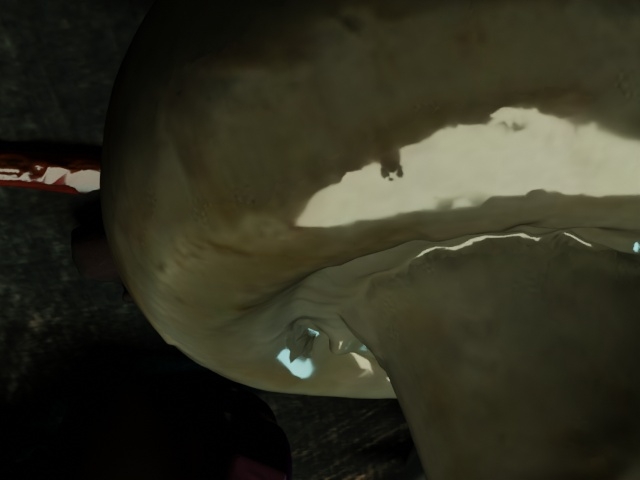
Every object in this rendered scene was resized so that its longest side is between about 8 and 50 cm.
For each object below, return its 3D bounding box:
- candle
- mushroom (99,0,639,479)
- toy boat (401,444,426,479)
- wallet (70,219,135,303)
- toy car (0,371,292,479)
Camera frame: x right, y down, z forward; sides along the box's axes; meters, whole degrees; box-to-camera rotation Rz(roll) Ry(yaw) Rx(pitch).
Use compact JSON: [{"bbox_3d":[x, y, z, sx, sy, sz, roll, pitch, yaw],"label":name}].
[{"bbox_3d":[-0.177,-0.036,0.875,0.167,0.021,0.026,2,155,-22],"label":"candle"},{"bbox_3d":[0.066,0.002,0.683,0.297,0.290,0.297,-7,157,-3],"label":"mushroom"},{"bbox_3d":[0.138,0.145,1.241,0.141,0.141,0.269,-1,151,-14],"label":"toy boat"},{"bbox_3d":[0.000,0.000,0.980,0.229,0.049,0.182,-16,159,25],"label":"wallet"},{"bbox_3d":[-0.183,0.212,1.219,0.240,0.271,0.341,26,143,-20],"label":"toy car"}]
